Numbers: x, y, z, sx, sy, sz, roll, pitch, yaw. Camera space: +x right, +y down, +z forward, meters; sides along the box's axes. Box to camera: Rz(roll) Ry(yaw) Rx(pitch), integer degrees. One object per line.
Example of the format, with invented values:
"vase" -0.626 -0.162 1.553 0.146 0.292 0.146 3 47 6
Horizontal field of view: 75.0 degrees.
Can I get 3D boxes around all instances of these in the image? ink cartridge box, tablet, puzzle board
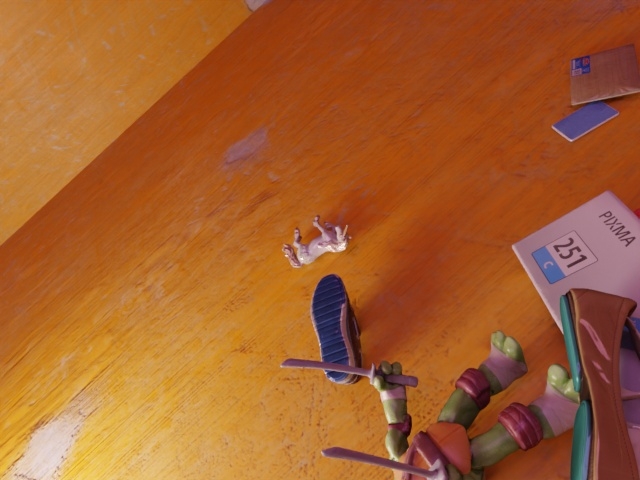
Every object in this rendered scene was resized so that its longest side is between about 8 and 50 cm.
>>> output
"ink cartridge box" 0.388 0.049 0.438 0.261 0.066 0.296 -35 33 23
"tablet" 0.440 -0.201 0.697 0.083 0.006 0.054 -31 45 11
"puzzle board" 0.488 -0.285 0.721 0.096 0.011 0.128 -4 52 34

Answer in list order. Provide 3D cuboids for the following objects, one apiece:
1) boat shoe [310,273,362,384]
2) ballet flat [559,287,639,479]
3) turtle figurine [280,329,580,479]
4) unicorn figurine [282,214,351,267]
"boat shoe" 0.029 0.144 0.679 0.066 0.066 0.183 -21 53 24
"ballet flat" 0.258 0.144 0.367 0.073 0.080 0.232 1 56 24
"turtle figurine" 0.130 0.189 0.457 0.266 0.198 0.274 -31 79 -10
"unicorn figurine" 0.000 0.000 0.826 0.162 0.060 0.111 -45 42 21
